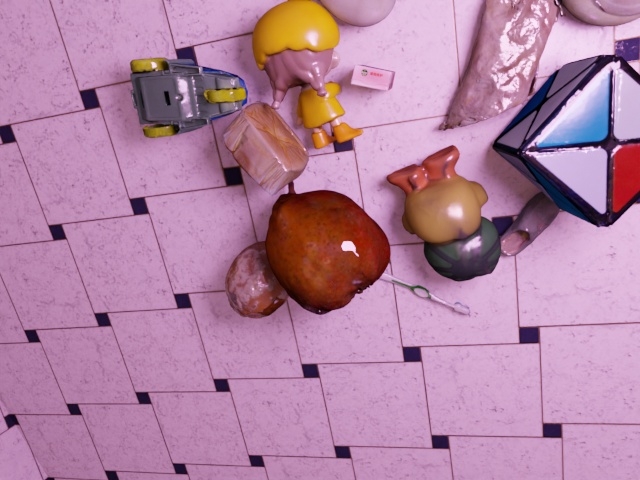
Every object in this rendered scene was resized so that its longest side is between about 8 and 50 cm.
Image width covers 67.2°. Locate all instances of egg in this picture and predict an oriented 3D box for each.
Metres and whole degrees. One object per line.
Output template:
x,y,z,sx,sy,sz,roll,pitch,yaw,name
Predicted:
-0.169,0.110,1.362,0.195,0.195,0.233,31,102,0,egg
0.070,-0.566,1.064,0.209,0.151,0.151,34,115,5,egg

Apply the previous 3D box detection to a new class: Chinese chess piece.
0.586,-0.542,0.950,0.238,0.092,0.237,-1,105,-3,Chinese chess piece

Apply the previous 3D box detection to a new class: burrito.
0.407,-0.390,1.080,0.175,0.107,0.347,24,113,18,burrito

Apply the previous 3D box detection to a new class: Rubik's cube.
0.553,-0.209,1.016,0.248,0.246,0.250,39,105,-3,Rubik's cube

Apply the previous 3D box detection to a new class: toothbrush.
0.276,0.140,1.353,0.304,0.030,0.030,22,114,5,toothbrush

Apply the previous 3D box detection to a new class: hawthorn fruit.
0.012,0.018,1.220,0.308,0.308,0.324,-31,111,22,hawthorn fruit

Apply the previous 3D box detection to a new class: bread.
-0.136,-0.233,1.220,0.110,0.192,0.209,-34,102,30,bread

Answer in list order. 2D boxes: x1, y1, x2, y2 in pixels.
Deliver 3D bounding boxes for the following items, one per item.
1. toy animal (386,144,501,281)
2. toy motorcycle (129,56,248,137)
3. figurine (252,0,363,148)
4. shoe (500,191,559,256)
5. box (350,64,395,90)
0.315,-0.045,1.182,0.216,0.191,0.338,-24,104,20,toy animal
-0.305,-0.368,1.219,0.327,0.200,0.191,6,112,23,toy motorcycle
-0.023,-0.390,1.148,0.215,0.187,0.343,-15,114,31,figurine
0.521,-0.030,1.202,0.079,0.078,0.195,36,117,-1,shoe
0.126,-0.384,1.134,0.089,0.125,0.043,14,112,7,box
